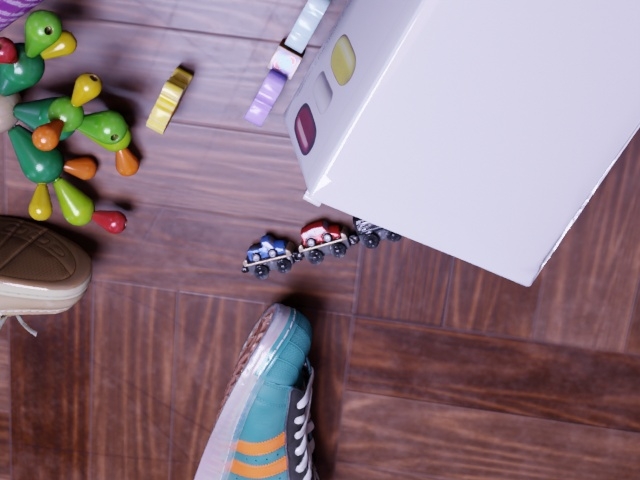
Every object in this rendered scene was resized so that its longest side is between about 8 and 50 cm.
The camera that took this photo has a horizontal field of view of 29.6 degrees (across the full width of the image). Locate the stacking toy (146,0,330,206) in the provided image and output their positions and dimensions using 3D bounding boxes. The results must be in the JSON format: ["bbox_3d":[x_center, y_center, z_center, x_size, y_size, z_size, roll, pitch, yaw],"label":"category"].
[{"bbox_3d":[-0.028,-0.153,1.010,0.167,0.052,0.221,27,114,-5],"label":"stacking toy"}]

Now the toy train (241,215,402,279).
[{"bbox_3d":[0.000,0.000,1.089,0.158,0.027,0.036,-16,108,14],"label":"toy train"}]

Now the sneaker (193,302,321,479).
[{"bbox_3d":[-0.044,0.191,1.143,0.121,0.108,0.302,19,123,-2],"label":"sneaker"}]

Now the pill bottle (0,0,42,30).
[{"bbox_3d":[-0.273,-0.249,0.936,0.302,0.169,0.169,-29,107,19],"label":"pill bottle"}]

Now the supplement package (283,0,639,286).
[{"bbox_3d":[0.126,-0.133,0.914,0.204,0.145,0.261,21,114,-22],"label":"supplement package"}]

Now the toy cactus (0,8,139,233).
[{"bbox_3d":[-0.250,-0.098,1.032,0.181,0.112,0.219,14,145,19],"label":"toy cactus"}]

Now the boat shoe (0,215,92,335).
[{"bbox_3d":[-0.341,0.034,1.118,0.285,0.104,0.089,8,120,15],"label":"boat shoe"}]
